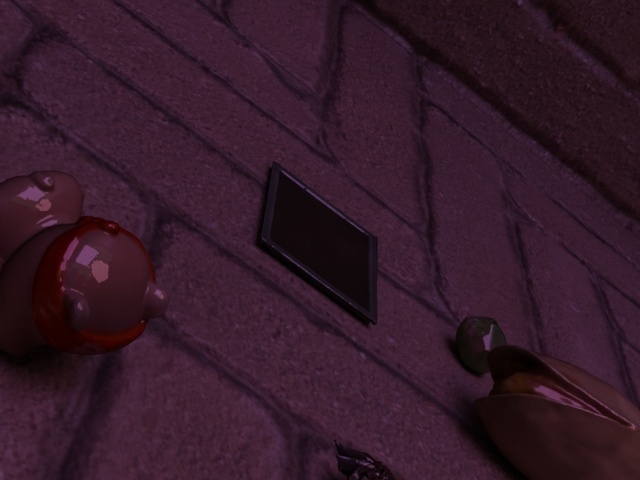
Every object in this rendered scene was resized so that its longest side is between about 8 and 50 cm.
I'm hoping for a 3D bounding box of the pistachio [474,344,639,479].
[{"bbox_3d":[0.353,0.266,1.766,0.299,0.187,0.187,36,23,-14],"label":"pistachio"}]

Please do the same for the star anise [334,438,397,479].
[{"bbox_3d":[0.050,0.272,1.407,0.124,0.056,0.129,49,8,21],"label":"star anise"}]

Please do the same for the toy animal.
[{"bbox_3d":[-0.251,0.029,1.226,0.197,0.171,0.171,45,21,26],"label":"toy animal"}]

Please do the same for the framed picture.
[{"bbox_3d":[0.000,0.000,1.867,0.217,0.017,0.274,38,23,-14],"label":"framed picture"}]

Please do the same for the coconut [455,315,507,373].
[{"bbox_3d":[0.243,0.153,1.923,0.082,0.081,0.083,35,29,15],"label":"coconut"}]
